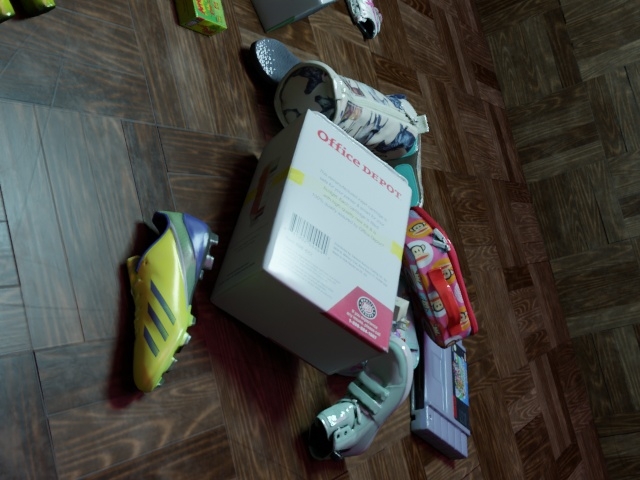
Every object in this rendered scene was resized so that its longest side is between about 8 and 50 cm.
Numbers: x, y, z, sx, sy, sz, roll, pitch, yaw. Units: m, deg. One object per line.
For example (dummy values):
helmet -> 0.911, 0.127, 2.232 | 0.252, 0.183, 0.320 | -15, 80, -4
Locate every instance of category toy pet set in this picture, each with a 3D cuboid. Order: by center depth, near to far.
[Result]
toy pet set -> 0.121, 0.161, 1.528 | 0.122, 0.065, 0.114 | -20, 126, -55

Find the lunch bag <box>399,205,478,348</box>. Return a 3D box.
lunch bag -> 0.245, 0.089, 1.746 | 0.258, 0.120, 0.293 | -124, -169, -62

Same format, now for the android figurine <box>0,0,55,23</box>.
android figurine -> -0.461, -0.424, 1.038 | 0.273, 0.056, 0.248 | 65, 30, -15

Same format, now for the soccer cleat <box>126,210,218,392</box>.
soccer cleat -> -0.237, 0.083, 1.143 | 0.121, 0.093, 0.289 | 23, 54, -16

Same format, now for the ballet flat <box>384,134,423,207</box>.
ballet flat -> 0.220, -0.195, 2.078 | 0.106, 0.107, 0.316 | 59, 30, -64

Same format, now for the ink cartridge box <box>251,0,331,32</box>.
ink cartridge box -> -0.036, -0.550, 1.747 | 0.093, 0.154, 0.212 | 64, 31, -11

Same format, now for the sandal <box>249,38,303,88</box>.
sandal -> -0.075, -0.356, 1.682 | 0.254, 0.054, 0.097 | 14, 72, -57

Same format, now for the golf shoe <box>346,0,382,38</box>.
golf shoe -> 0.112, -0.639, 2.147 | 0.186, 0.067, 0.086 | 51, 37, -34

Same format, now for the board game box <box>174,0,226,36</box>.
board game box -> -0.238, -0.485, 1.474 | 0.092, 0.043, 0.181 | 1, 73, -59

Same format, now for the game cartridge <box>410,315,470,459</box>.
game cartridge -> 0.296, 0.336, 1.939 | 0.230, 0.068, 0.355 | 38, 43, -40

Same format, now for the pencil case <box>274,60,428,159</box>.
pencil case -> 0.071, -0.274, 1.707 | 0.410, 0.183, 0.160 | 3, 69, -59

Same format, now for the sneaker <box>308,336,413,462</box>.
sneaker -> 0.070, 0.293, 1.413 | 0.151, 0.094, 0.256 | 4, 115, -54

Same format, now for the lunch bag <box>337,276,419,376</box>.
lunch bag -> 0.111, 0.181, 1.645 | 0.279, 0.107, 0.224 | 13, 63, -57

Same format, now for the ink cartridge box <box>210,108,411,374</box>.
ink cartridge box -> 0.000, 0.000, 1.414 | 0.279, 0.160, 0.385 | 35, 47, -24
